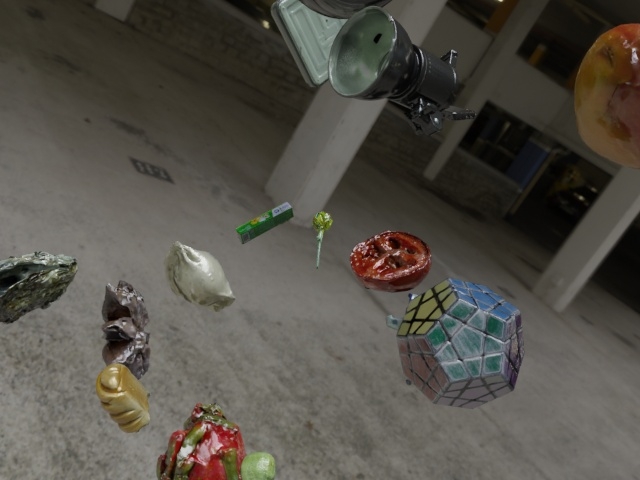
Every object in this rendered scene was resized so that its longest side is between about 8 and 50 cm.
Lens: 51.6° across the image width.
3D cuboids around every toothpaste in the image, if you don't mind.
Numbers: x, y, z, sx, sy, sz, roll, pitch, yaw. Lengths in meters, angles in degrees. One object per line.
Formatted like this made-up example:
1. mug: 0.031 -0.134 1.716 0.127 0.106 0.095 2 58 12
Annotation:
1. toothpaste: -0.162 -0.051 1.932 0.178 0.043 0.037 -30 47 -18

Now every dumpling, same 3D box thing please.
1. dumpling: -0.296 0.094 1.556 0.111 0.155 0.181 -19 78 -56

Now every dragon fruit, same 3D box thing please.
1. dragon fruit: -0.304 0.578 1.714 0.236 0.303 0.231 5 6 -15

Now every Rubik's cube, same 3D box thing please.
1. Rubik's cube: 0.342 0.251 1.616 0.318 0.264 0.319 19 20 -7

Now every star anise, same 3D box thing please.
1. star anise: -0.555 0.270 1.905 0.117 0.332 0.332 -2 20 2

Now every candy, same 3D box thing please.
1. candy: 0.000 0.000 1.911 0.058 0.062 0.194 18 53 -17

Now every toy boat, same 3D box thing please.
1. toy boat: 0.256 0.286 1.915 0.114 0.115 0.262 0 80 -66

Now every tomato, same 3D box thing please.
1. tomato: 0.197 0.070 1.810 0.227 0.101 0.228 -9 37 7

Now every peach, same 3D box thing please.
1. peach: 0.738 -0.322 1.521 0.289 0.373 0.372 0 6 24

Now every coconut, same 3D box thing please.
1. coconut: -0.152 0.549 1.575 0.088 0.096 0.088 41 39 -45

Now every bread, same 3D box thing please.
1. bread: -0.459 0.367 1.543 0.119 0.084 0.177 -104 169 -59

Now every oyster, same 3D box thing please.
1. oyster: -0.733 0.103 1.684 0.158 0.162 0.351 60 18 -8

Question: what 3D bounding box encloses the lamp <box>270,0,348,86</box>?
1. lamp: 0.010 -0.628 1.943 0.047 0.266 0.269 16 -38 52

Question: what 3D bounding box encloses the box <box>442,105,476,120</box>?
1. box: 0.376 -0.374 1.937 0.125 0.027 0.126 -12 27 -42

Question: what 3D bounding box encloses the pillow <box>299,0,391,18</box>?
1. pillow: 0.048 -0.453 1.191 0.185 0.106 0.250 1 12 -5

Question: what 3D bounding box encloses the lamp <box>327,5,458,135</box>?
1. lamp: 0.144 -0.266 1.097 0.227 0.147 0.172 14 59 -40
